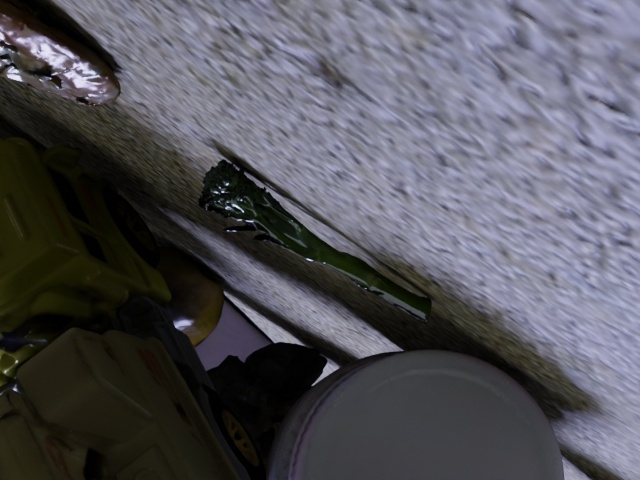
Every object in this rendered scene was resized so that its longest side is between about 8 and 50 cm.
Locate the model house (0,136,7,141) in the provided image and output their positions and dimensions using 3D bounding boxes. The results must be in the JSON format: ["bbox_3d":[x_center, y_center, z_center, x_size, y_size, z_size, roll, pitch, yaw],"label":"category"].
[{"bbox_3d":[-0.365,0.029,1.560,0.321,0.261,0.266,22,169,-13],"label":"model house"}]

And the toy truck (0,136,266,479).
[{"bbox_3d":[-0.174,0.119,1.278,0.405,0.180,0.254,61,-173,26],"label":"toy truck"}]

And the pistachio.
[{"bbox_3d":[-0.160,0.066,1.628,0.110,0.100,0.189,51,129,4],"label":"pistachio"}]

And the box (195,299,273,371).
[{"bbox_3d":[-0.163,0.131,1.840,0.153,0.188,0.252,29,174,23],"label":"box"}]

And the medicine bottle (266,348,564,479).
[{"bbox_3d":[0.052,0.149,1.102,0.165,0.165,0.273,34,171,0],"label":"medicine bottle"}]

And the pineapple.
[{"bbox_3d":[-0.003,0.203,1.590,0.357,0.223,0.223,40,176,28],"label":"pineapple"}]

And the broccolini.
[{"bbox_3d":[0.000,0.000,0.939,0.140,0.030,0.035,30,136,0],"label":"broccolini"}]

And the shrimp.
[{"bbox_3d":[-0.163,-0.112,0.868,0.091,0.043,0.184,18,170,40],"label":"shrimp"}]
